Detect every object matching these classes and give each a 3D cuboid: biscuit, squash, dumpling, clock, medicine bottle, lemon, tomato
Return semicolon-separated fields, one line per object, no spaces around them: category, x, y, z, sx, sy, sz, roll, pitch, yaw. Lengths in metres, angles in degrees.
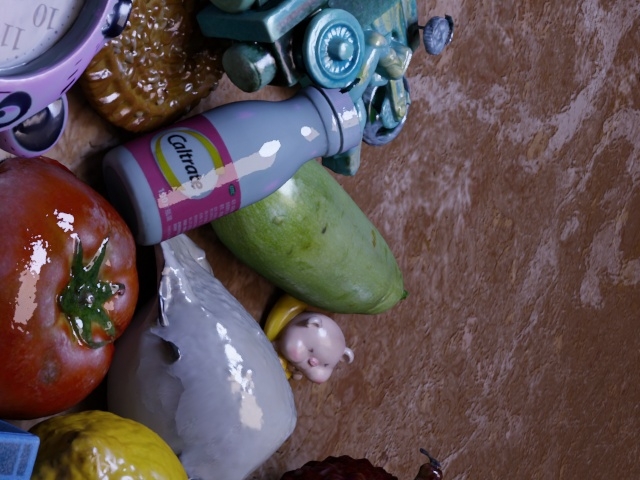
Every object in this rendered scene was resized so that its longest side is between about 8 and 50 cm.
biscuit;-0.110;-0.233;1.494;0.305;0.038;0.305;-48;150;-40
squash;-0.004;0.006;1.746;0.118;0.118;0.370;-67;150;-13
dumpling;-0.099;0.118;1.620;0.227;0.175;0.243;-73;-177;-73
clock;-0.235;-0.193;1.269;0.227;0.090;0.248;15;97;-43
medicine bottle;-0.074;-0.073;1.538;0.217;0.090;0.090;-24;127;-19
lemon;-0.192;0.240;1.469;0.188;0.188;0.256;-48;161;-37
tomato;-0.220;0.041;1.446;0.225;0.085;0.225;-24;120;-51

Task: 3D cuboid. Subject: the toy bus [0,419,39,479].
toy bus;-0.307;0.240;1.346;0.133;0.116;0.234;14;92;-52

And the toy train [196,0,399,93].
toy train;0.013;-0.257;1.536;0.298;0.120;0.194;-42;125;-31

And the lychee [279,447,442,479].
lychee;0.034;0.345;1.809;0.300;0.264;0.264;-57;151;13

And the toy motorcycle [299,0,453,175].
toy motorcycle;0.031;-0.206;1.717;0.198;0.109;0.296;-41;134;-40

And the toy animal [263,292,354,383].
toy animal;-0.010;0.114;1.810;0.091;0.082;0.114;-62;148;-17
